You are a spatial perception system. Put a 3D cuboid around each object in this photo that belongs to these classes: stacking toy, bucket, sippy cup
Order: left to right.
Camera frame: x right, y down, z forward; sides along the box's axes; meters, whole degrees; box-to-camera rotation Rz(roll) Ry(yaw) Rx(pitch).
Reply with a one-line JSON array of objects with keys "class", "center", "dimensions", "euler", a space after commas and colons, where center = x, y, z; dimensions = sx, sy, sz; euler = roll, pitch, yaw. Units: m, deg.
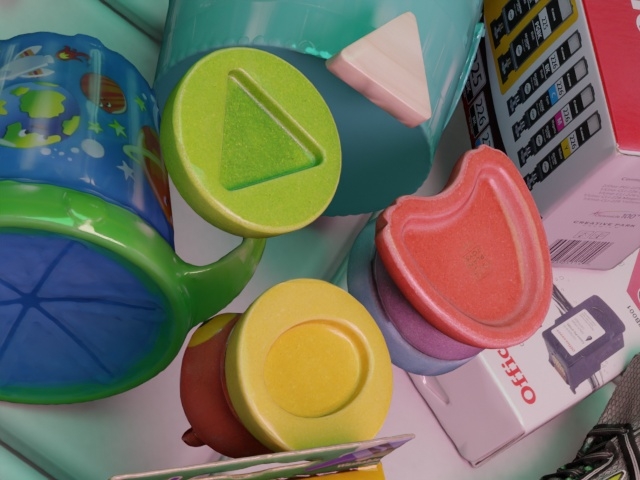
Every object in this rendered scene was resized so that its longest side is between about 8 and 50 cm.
[{"class": "sippy cup", "center": [-0.211, -0.029, 1.109], "dimensions": [0.305, 0.240, 0.224], "euler": [21, 46, -26]}, {"class": "bucket", "center": [-0.007, -0.158, 1.237], "dimensions": [0.281, 0.281, 0.183], "euler": [23, 59, -14]}, {"class": "stacking toy", "center": [0.000, 0.000, 1.052], "dimensions": [0.309, 0.130, 0.280], "euler": [-22, 87, -39]}]

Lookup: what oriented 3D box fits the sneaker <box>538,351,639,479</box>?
[{"class": "sneaker", "center": [0.212, 0.228, 1.197], "dimensions": [0.146, 0.134, 0.344], "euler": [33, 70, -2]}]

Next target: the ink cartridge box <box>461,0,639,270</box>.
[{"class": "ink cartridge box", "center": [0.234, -0.171, 1.234], "dimensions": [0.130, 0.272, 0.310], "euler": [3, 62, -24]}]

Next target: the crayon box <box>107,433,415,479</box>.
[{"class": "crayon box", "center": [-0.084, 0.223, 0.967], "dimensions": [0.203, 0.323, 0.083], "euler": [-4, 68, -27]}]

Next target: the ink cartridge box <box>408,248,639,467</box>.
[{"class": "ink cartridge box", "center": [0.193, 0.068, 1.316], "dimensions": [0.237, 0.100, 0.172], "euler": [-26, 78, -34]}]
